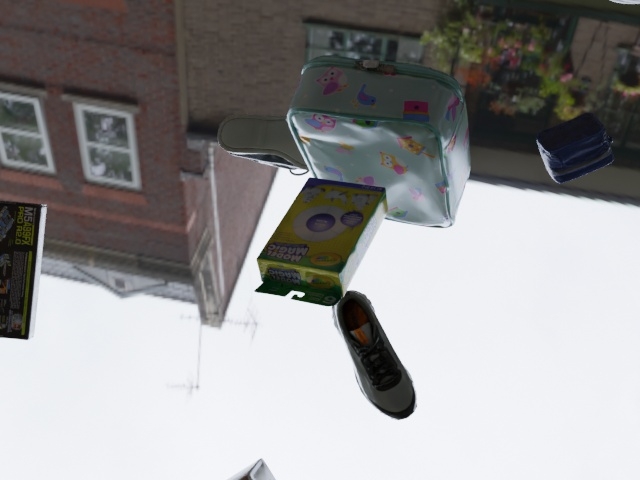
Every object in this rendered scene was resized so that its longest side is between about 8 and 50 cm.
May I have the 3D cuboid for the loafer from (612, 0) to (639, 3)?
[{"bbox_3d":[0.321,-0.295,0.896,0.220,0.080,0.078,3,-161,-31],"label":"loafer"}]

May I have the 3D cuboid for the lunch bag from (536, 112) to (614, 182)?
[{"bbox_3d":[0.356,-0.126,1.178,0.098,0.065,0.067,-22,-149,10],"label":"lunch bag"}]

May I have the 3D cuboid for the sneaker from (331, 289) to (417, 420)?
[{"bbox_3d":[0.095,0.217,1.617,0.100,0.108,0.272,-28,-102,0],"label":"sneaker"}]

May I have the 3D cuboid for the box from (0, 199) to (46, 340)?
[{"bbox_3d":[-0.662,0.052,1.668,0.216,0.270,0.060,5,-179,-8],"label":"box"}]

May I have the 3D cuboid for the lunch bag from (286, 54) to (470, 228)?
[{"bbox_3d":[0.078,-0.130,1.123,0.224,0.279,0.108,13,-114,20],"label":"lunch bag"}]

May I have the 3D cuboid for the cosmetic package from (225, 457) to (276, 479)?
[{"bbox_3d":[-0.198,0.503,1.413,0.296,0.153,0.129,-33,-94,2],"label":"cosmetic package"}]

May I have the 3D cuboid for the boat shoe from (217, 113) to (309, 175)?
[{"bbox_3d":[-0.047,-0.158,1.421,0.254,0.079,0.095,5,-95,23],"label":"boat shoe"}]

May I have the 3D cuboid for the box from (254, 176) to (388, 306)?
[{"bbox_3d":[0.000,0.000,0.983,0.105,0.043,0.179,9,-134,21],"label":"box"}]
